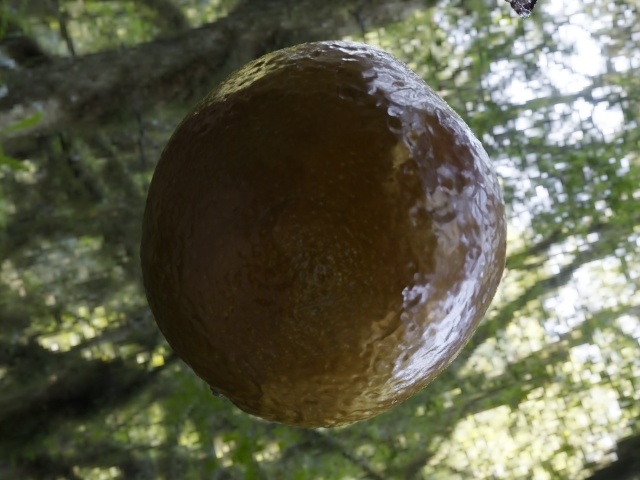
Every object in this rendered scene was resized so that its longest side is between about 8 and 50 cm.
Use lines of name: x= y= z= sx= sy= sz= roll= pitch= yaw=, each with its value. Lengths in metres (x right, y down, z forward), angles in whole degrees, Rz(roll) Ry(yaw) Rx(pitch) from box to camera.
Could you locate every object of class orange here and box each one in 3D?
orange: x=0.000 y=0.000 z=0.826 sx=0.264 sy=0.264 sz=0.264 roll=41 pitch=-43 yaw=53

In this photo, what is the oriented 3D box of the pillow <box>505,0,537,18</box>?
pillow: x=0.072 y=-0.204 z=0.623 sx=0.043 sy=0.185 sz=0.118 roll=23 pitch=-94 yaw=53
